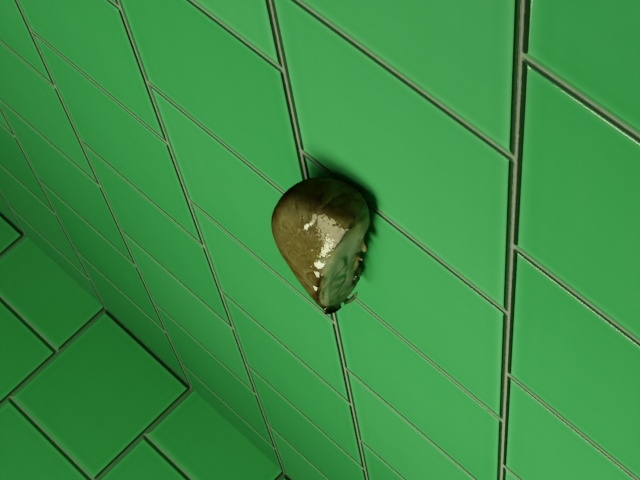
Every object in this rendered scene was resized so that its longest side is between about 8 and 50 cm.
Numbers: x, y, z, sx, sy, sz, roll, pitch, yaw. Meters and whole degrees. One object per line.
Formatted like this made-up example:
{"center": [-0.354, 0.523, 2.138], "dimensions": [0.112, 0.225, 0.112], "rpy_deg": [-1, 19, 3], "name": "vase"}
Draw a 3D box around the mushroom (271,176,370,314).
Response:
{"center": [-0.002, 0.001, 1.344], "dimensions": [0.094, 0.072, 0.210], "rpy_deg": [52, 166, 14], "name": "mushroom"}
